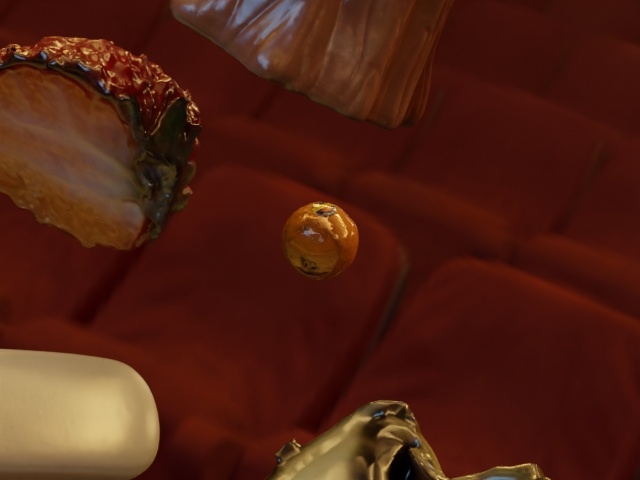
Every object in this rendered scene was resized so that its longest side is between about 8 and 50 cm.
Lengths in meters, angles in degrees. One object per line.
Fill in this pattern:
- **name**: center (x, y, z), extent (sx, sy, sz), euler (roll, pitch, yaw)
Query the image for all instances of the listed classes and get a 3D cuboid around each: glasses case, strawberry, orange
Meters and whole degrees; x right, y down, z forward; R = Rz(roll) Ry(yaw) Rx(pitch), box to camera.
- **glasses case**: center (-0.214, 0.120, 1.301), extent (0.233, 0.092, 0.059), euler (4, -24, -38)
- **strawberry**: center (-0.197, -0.102, 1.533), extent (0.237, 0.111, 0.190), euler (20, -44, 17)
- **orange**: center (0.000, 0.001, 2.020), extent (0.084, 0.083, 0.083), euler (23, -1, 1)

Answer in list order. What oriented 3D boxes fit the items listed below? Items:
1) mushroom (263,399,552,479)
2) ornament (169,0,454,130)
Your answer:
- **mushroom**: center (0.048, 0.267, 1.466), extent (0.217, 0.292, 0.212), euler (42, -8, 30)
- **ornament**: center (0.022, -0.220, 1.393), extent (0.235, 0.217, 0.221), euler (23, 13, -35)
